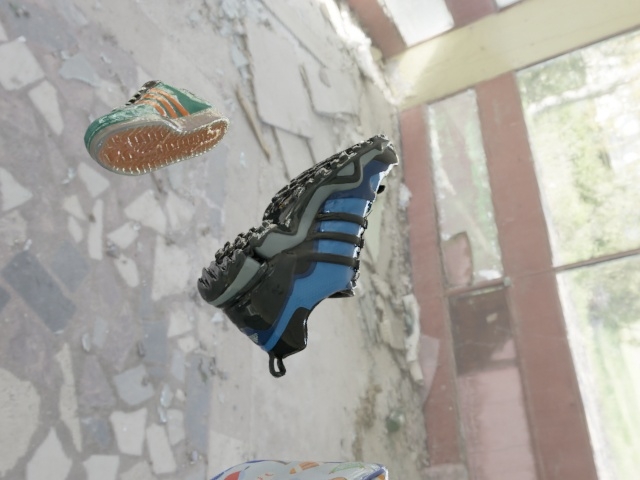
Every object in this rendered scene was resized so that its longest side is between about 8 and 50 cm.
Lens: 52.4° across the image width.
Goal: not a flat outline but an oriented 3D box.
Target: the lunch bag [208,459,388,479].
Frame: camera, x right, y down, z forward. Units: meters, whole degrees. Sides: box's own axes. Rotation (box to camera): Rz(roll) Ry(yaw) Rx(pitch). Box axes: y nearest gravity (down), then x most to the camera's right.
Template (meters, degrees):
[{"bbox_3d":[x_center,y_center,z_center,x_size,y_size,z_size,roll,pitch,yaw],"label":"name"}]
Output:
[{"bbox_3d":[-0.076,0.292,0.585,0.303,0.243,0.115,-9,85,-57],"label":"lunch bag"}]

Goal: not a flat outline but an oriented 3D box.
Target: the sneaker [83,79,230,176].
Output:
[{"bbox_3d":[-0.274,-0.186,1.030,0.121,0.108,0.302,41,26,11],"label":"sneaker"}]

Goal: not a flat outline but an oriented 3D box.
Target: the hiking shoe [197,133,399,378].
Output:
[{"bbox_3d":[0.000,0.000,0.724,0.304,0.113,0.132,-45,106,-31],"label":"hiking shoe"}]
